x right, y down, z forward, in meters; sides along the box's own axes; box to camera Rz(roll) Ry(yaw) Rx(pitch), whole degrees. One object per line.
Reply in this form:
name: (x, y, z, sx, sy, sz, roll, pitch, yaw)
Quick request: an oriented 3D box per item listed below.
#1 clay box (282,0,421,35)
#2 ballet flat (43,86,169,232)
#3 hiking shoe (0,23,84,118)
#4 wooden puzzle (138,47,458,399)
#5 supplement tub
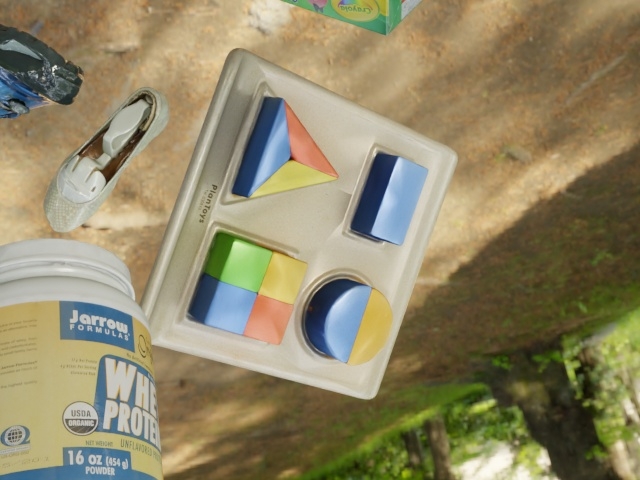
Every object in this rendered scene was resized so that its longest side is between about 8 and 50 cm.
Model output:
clay box: (-0.002, -0.267, 0.774, 0.222, 0.127, 0.053, 25, 145, 25)
ballet flat: (-0.210, -0.082, 0.817, 0.057, 0.168, 0.052, 37, 172, 3)
hiking shoe: (-0.353, -0.126, 0.816, 0.304, 0.132, 0.113, 4, 166, 28)
wooden puzzle: (0.000, 0.000, 0.948, 0.348, 0.322, 0.080, 20, 178, -35)
supplement tub: (-0.185, 0.114, 0.585, 0.144, 0.199, 0.144, -9, 149, -6)
